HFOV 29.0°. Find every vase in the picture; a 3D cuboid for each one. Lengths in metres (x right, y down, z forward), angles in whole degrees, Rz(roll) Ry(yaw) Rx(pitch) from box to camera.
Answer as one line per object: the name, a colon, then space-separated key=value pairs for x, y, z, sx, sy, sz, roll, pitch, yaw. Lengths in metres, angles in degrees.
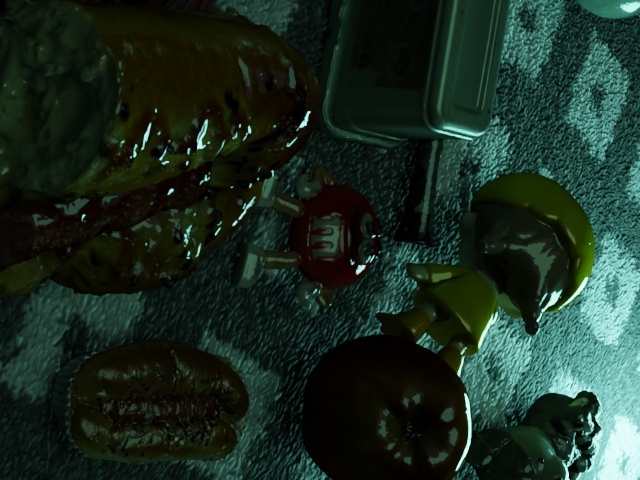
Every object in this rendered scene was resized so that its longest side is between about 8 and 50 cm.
vase: x=0.141 y=-0.077 z=1.705 sx=0.059 sy=0.059 sz=0.167 roll=8 pitch=92 yaw=-47

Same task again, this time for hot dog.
hot dog: x=-0.184 y=0.182 z=1.401 sx=0.268 sy=0.075 sz=0.144 roll=12 pitch=92 yaw=-45
hot dog: x=-0.180 y=-0.075 z=1.206 sx=0.365 sy=0.367 sz=0.196 roll=-14 pitch=65 yaw=-51

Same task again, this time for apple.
apple: x=0.085 y=0.228 z=1.590 sx=0.234 sy=0.234 sz=0.234 roll=-11 pitch=106 yaw=-45

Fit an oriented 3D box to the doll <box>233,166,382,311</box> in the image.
doll: x=0.000 y=0.000 z=1.556 sx=0.217 sy=0.085 sz=0.183 roll=12 pitch=87 yaw=-38

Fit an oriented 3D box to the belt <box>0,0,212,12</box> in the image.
belt: x=-0.199 y=-0.334 z=1.259 sx=0.227 sy=0.115 sz=0.324 roll=27 pitch=80 yaw=-48

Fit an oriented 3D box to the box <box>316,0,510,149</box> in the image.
box: x=0.131 y=-0.271 z=1.567 sx=0.175 sy=0.182 sz=0.312 roll=8 pitch=92 yaw=-47

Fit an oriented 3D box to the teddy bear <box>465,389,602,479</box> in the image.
teddy bear: x=0.334 y=0.352 z=1.938 sx=0.251 sy=0.144 sz=0.171 roll=-28 pitch=131 yaw=-37

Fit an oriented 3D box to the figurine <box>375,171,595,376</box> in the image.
figurine: x=0.248 y=0.057 z=1.770 sx=0.344 sy=0.187 sz=0.215 roll=-45 pitch=115 yaw=-23

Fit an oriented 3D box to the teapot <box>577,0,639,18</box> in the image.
teapot: x=0.384 y=-0.416 z=1.828 sx=0.251 sy=0.183 sz=0.183 roll=-9 pitch=104 yaw=-33
